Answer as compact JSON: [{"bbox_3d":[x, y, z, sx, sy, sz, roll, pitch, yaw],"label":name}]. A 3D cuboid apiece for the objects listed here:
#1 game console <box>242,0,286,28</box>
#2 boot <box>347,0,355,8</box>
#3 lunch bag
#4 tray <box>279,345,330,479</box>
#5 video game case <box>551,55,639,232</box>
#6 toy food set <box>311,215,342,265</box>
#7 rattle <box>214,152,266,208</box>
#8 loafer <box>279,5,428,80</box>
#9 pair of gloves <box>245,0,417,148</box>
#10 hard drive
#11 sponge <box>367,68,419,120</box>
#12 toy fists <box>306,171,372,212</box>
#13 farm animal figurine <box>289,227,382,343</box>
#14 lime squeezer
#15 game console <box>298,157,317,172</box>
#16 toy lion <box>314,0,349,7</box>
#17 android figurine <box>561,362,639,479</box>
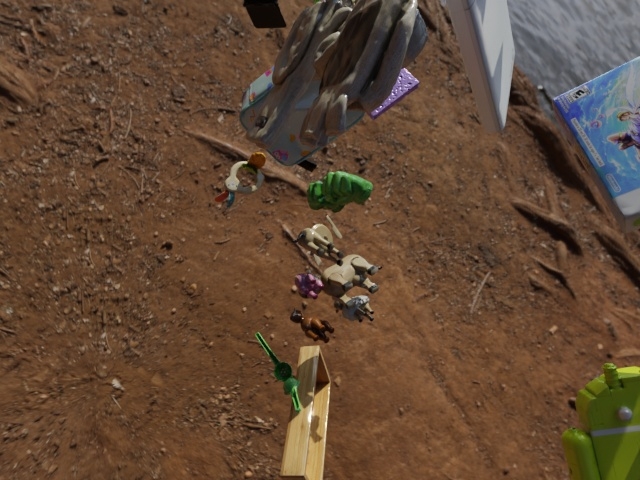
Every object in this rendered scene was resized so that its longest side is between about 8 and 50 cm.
[{"bbox_3d":[-0.154,-0.679,1.171,0.071,0.122,0.108,-1,104,-60],"label":"game console"},{"bbox_3d":[0.063,-0.774,1.245,0.077,0.165,0.213,-17,54,10],"label":"boot"},{"bbox_3d":[-0.044,-0.319,0.991,0.224,0.279,0.108,40,32,-41],"label":"lunch bag"},{"bbox_3d":[-0.036,0.558,1.264,0.411,0.076,0.203,-83,162,-53],"label":"tray"},{"bbox_3d":[0.540,-0.177,0.629,0.061,0.244,0.270,36,38,-48],"label":"video game case"},{"bbox_3d":[0.000,0.000,1.624,0.132,0.038,0.192,56,49,-17],"label":"toy food set"},{"bbox_3d":[-0.280,-0.210,1.456,0.199,0.142,0.130,-40,114,-26],"label":"rattle"},{"bbox_3d":[0.032,-0.351,0.700,0.111,0.319,0.112,46,68,-41],"label":"loafer"},{"bbox_3d":[0.013,-0.175,0.375,0.042,0.240,0.204,23,89,-28],"label":"pair of gloves"},{"bbox_3d":[0.319,-0.410,0.787,0.353,0.047,0.233,39,61,-51],"label":"hard drive"},{"bbox_3d":[0.221,-0.511,1.393,0.210,0.031,0.117,-38,74,-10],"label":"sponge"},{"bbox_3d":[0.047,-0.161,1.406,0.142,0.279,0.096,20,74,-24],"label":"toy fists"},{"bbox_3d":[0.024,0.107,1.191,0.326,0.172,0.331,-10,117,-37],"label":"farm animal figurine"},{"bbox_3d":[-0.103,0.398,1.204,0.058,0.310,0.110,-24,128,-17],"label":"lime squeezer"},{"bbox_3d":[-0.130,-0.378,1.676,0.213,0.361,0.044,28,105,-17],"label":"game console"},{"bbox_3d":[0.018,-0.559,0.999,0.096,0.034,0.100,-51,138,3],"label":"toy lion"},{"bbox_3d":[0.510,0.319,0.635,0.248,0.056,0.273,-10,89,9],"label":"android figurine"}]
